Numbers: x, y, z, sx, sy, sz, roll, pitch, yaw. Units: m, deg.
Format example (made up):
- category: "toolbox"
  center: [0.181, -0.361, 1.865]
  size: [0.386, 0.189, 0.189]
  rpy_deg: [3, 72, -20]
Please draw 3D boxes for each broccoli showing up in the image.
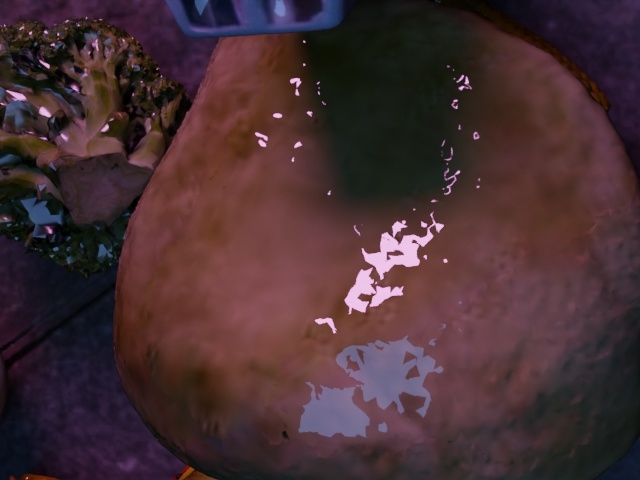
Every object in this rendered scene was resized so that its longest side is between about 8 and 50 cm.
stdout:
- category: "broccoli"
  center: [-0.143, -0.055, 0.990]
  size: [0.162, 0.138, 0.146]
  rpy_deg: [15, 107, -32]

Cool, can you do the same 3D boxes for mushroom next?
- category: "mushroom"
  center: [0.004, -0.006, 0.858]
  size: [0.292, 0.212, 0.217]
  rpy_deg: [24, 125, 42]

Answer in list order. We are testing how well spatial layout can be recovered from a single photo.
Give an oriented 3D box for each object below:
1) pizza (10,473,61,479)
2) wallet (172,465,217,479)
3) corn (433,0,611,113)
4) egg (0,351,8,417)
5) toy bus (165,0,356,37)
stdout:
- category: "pizza"
  center: [-0.153, 0.182, 1.062]
  size: [0.161, 0.182, 0.063]
  rpy_deg: [10, 96, 52]
- category: "wallet"
  center: [0.026, 0.105, 1.022]
  size: [0.141, 0.067, 0.241]
  rpy_deg: [36, 109, 0]
- category: "corn"
  center: [0.050, -0.113, 0.948]
  size: [0.231, 0.080, 0.080]
  rpy_deg: [33, 110, 3]
- category: "egg"
  center: [-0.267, 0.097, 1.062]
  size: [0.152, 0.114, 0.114]
  rpy_deg: [-20, 100, 13]
- category: "toy bus"
  center: [-0.005, -0.201, 0.807]
  size: [0.109, 0.330, 0.136]
  rpy_deg: [0, 115, 14]
